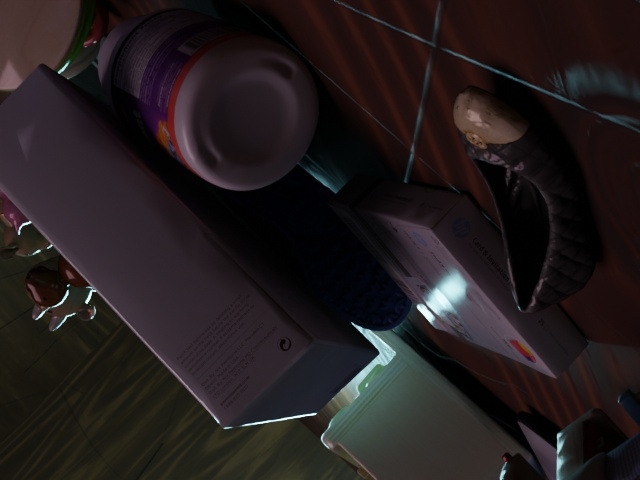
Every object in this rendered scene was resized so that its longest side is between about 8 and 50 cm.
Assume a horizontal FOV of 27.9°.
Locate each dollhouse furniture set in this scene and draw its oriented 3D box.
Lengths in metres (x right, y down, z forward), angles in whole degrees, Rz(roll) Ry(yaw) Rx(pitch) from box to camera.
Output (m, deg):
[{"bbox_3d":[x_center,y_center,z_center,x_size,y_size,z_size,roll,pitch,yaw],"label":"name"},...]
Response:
[{"bbox_3d":[0.202,0.131,0.801,0.129,0.129,0.183,47,-161,-6],"label":"dollhouse furniture set"}]

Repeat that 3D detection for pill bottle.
[{"bbox_3d":[-0.093,-0.112,0.949,0.108,0.108,0.193,52,168,-34],"label":"pill bottle"}]

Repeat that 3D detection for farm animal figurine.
[{"bbox_3d":[-0.268,0.001,1.425,0.327,0.172,0.330,8,-154,-48],"label":"farm animal figurine"}]

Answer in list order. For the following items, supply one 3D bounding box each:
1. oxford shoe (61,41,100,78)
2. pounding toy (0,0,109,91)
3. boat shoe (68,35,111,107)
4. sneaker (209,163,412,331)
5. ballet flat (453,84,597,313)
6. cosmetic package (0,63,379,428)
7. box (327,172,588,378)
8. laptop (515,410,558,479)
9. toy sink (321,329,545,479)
[{"bbox_3d":[-0.391,-0.309,1.273,0.449,0.169,0.130,43,150,20],"label":"oxford shoe"},{"bbox_3d":[-0.275,-0.230,1.155,0.237,0.183,0.110,7,-166,27],"label":"pounding toy"},{"bbox_3d":[-0.208,-0.119,1.396,0.301,0.102,0.108,46,170,-3],"label":"boat shoe"},{"bbox_3d":[-0.010,-0.015,1.122,0.232,0.081,0.090,45,-176,1],"label":"sneaker"},{"bbox_3d":[0.108,-0.017,0.687,0.057,0.049,0.173,35,165,43],"label":"ballet flat"},{"bbox_3d":[-0.101,0.019,1.071,0.284,0.097,0.377,47,-177,11],"label":"cosmetic package"},{"bbox_3d":[0.093,0.020,0.931,0.145,0.038,0.186,48,170,-19],"label":"box"},{"bbox_3d":[0.295,0.425,1.159,0.408,0.236,0.382,37,166,39],"label":"laptop"},{"bbox_3d":[0.096,0.203,1.322,0.234,0.131,0.153,42,176,23],"label":"toy sink"}]
